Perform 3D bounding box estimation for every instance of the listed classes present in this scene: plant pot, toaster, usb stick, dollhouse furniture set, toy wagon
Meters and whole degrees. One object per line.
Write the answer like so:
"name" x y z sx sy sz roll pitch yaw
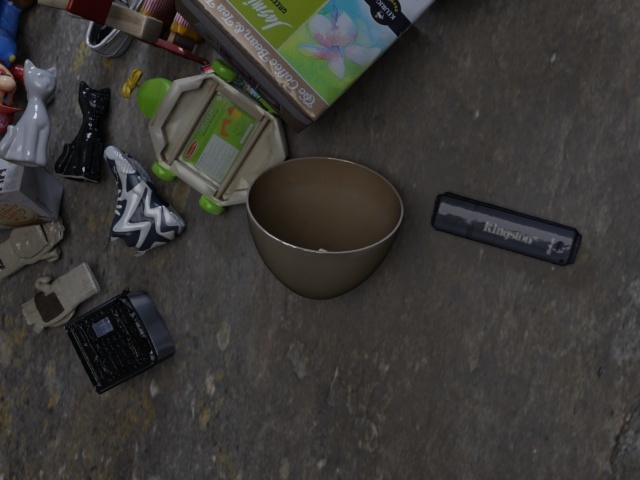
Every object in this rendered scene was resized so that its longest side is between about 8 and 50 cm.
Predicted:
"plant pot" 0.000 0.000 1.460 0.284 0.284 0.191 17 131 12
"toaster" -0.413 0.203 1.624 0.186 0.110 0.168 -29 87 13
"usb stick" 0.347 -0.022 1.467 0.278 0.045 0.077 17 96 11
"dollhouse furniture set" -0.316 -0.467 1.434 0.152 0.374 0.201 24 100 15
"toy wagon" -0.233 -0.226 1.547 0.344 0.068 0.267 35 109 0

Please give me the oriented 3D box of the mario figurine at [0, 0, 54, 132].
"mario figurine" -0.660 -0.382 1.611 0.198 0.170 0.320 2 83 -12

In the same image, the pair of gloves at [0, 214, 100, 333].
"pair of gloves" -0.600 0.068 1.697 0.204 0.042 0.240 -38 81 17

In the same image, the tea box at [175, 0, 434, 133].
"tea box" -0.031 -0.421 1.370 0.329 0.220 0.323 44 85 -8

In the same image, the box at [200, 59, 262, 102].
"box" -0.132 -0.323 1.568 0.207 0.036 0.114 -15 89 14

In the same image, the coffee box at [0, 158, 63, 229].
"coffee box" -0.696 -0.094 1.646 0.247 0.141 0.098 -7 61 13

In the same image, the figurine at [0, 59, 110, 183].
"figurine" -0.527 -0.240 1.572 0.092 0.215 0.209 5 83 37

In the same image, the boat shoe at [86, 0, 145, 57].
"boat shoe" -0.402 -0.505 1.595 0.096 0.088 0.267 36 100 9

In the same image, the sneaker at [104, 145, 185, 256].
"sneaker" -0.409 -0.070 1.616 0.153 0.094 0.235 -39 94 4
